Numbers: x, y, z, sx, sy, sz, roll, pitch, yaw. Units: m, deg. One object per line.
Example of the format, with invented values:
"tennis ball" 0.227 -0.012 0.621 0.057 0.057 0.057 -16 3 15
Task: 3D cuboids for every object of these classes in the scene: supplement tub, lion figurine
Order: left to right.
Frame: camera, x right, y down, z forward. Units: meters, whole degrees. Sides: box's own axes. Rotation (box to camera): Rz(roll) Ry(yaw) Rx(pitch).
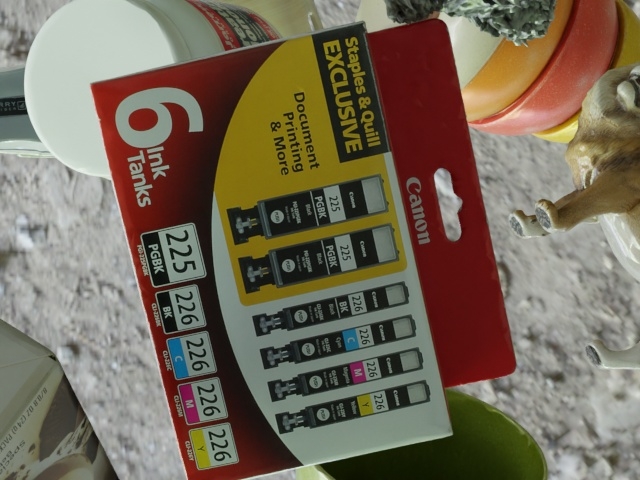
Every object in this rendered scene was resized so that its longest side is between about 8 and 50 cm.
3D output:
"supplement tub" -0.152 -0.154 1.250 0.191 0.272 0.191 2 96 20
"lion figurine" 0.367 0.005 1.324 0.240 0.142 0.392 -25 83 -15

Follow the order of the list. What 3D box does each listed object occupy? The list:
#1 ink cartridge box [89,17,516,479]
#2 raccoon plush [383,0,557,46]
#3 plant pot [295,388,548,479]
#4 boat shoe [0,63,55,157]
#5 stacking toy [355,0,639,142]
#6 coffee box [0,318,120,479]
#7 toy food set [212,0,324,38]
"ink cartridge box" 0.000 0.000 0.940 0.272 0.130 0.309 -13 97 1
"raccoon plush" 0.164 -0.304 0.855 0.216 0.446 0.299 9 90 -10
"plant pot" 0.087 0.350 1.390 0.275 0.275 0.293 4 114 -14
"boat shoe" -0.355 -0.160 1.592 0.367 0.156 0.135 -5 96 -4
"stacking toy" 0.310 -0.241 1.638 0.480 0.350 0.350 24 106 -28
"coffee box" -0.217 0.163 0.727 0.119 0.297 0.168 28 66 15
"toy food set" -0.139 -0.241 1.720 0.306 0.092 0.219 -17 111 12
